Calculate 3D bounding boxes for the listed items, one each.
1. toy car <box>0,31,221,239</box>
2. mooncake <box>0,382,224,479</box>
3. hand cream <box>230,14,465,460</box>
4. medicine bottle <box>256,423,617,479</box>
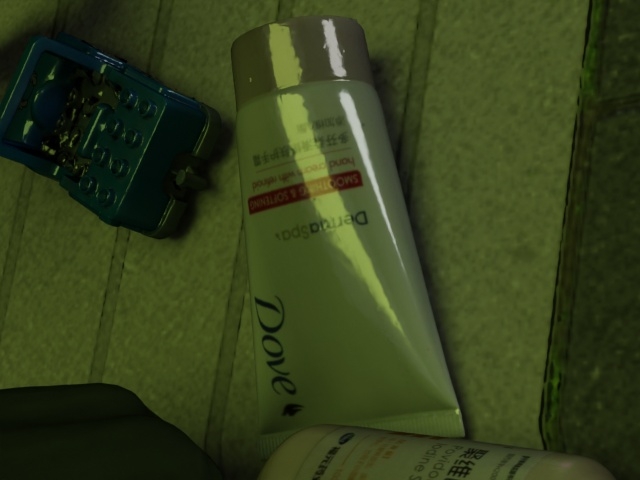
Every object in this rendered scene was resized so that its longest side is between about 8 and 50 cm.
[{"bbox_3d":[-0.160,-0.080,0.746,0.191,0.100,0.097,30,97,39],"label":"toy car"},{"bbox_3d":[-0.146,0.246,0.545,0.351,0.187,0.351,12,103,60],"label":"mooncake"},{"bbox_3d":[0.000,0.000,0.641,0.133,0.083,0.247,-16,78,31],"label":"hand cream"},{"bbox_3d":[0.090,0.152,0.508,0.252,0.114,0.114,2,78,34],"label":"medicine bottle"}]
